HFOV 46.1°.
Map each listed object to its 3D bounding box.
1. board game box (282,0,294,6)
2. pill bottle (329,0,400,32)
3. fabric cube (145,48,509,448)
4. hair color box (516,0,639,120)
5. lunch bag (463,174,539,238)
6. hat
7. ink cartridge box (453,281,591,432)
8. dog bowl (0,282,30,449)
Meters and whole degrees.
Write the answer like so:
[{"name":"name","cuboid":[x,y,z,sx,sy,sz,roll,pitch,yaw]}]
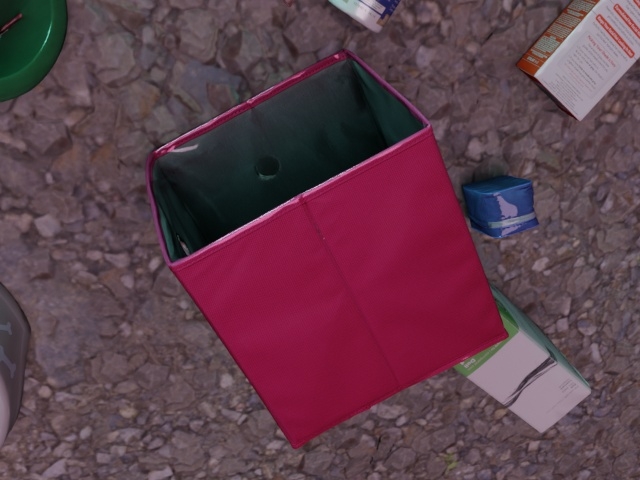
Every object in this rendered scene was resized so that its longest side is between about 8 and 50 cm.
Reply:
[{"name":"board game box","cuboid":[0.009,-0.379,0.710,0.145,0.027,0.281,35,104,-30]},{"name":"pill bottle","cuboid":[0.064,-0.277,0.757,0.067,0.067,0.120,26,108,-26]},{"name":"fabric cube","cuboid":[0.000,0.000,0.783,0.259,0.254,0.258,-28,123,-1]},{"name":"hair color box","cuboid":[0.319,-0.234,0.864,0.093,0.053,0.167,34,105,-27]},{"name":"lunch bag","cuboid":[0.218,-0.039,0.917,0.067,0.098,0.065,-14,102,-6]},{"name":"hat","cuboid":[-0.365,-0.194,0.705,0.173,0.183,0.209,41,59,-37]},{"name":"ink cartridge box","cuboid":[0.224,0.127,0.969,0.092,0.160,0.219,-45,120,12]},{"name":"dog bowl","cuboid":[-0.496,0.161,0.815,0.348,0.102,0.349,-6,119,-12]}]
